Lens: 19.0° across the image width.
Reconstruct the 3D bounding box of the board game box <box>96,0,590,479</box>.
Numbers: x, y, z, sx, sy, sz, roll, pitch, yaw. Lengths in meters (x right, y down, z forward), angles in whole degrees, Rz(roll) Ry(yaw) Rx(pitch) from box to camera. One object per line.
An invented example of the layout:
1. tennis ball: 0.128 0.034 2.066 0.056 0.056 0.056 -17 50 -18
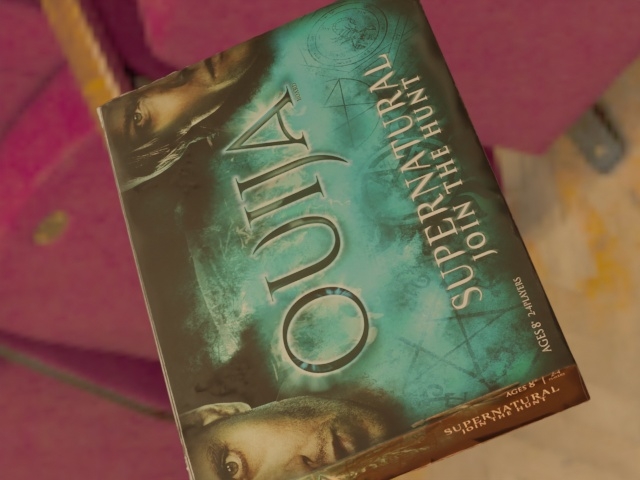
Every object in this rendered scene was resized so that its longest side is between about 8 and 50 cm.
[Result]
1. board game box: 0.000 0.000 0.640 0.026 0.126 0.186 61 -173 -49
